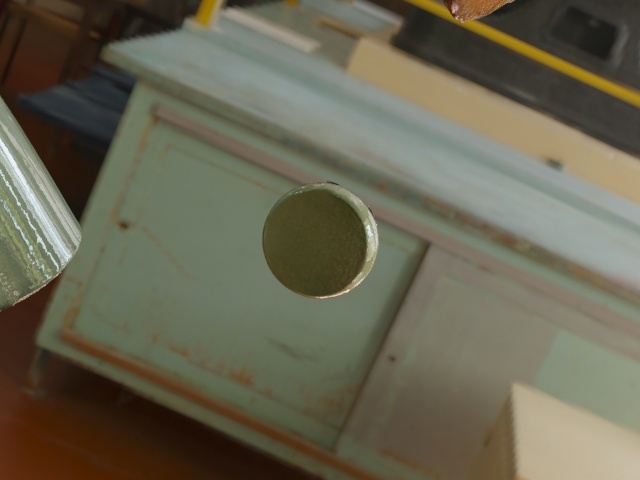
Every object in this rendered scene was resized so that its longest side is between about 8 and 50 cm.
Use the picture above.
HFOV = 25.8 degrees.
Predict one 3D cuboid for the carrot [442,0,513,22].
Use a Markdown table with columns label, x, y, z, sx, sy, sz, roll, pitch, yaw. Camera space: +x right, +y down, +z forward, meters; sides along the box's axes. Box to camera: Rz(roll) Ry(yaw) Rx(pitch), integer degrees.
| label | x | y | z | sx | sy | sz | roll | pitch | yaw |
| --- | --- | --- | --- | --- | --- | --- | --- | --- | --- |
| carrot | 0.092 | -0.278 | 0.958 | 0.225 | 0.159 | 0.159 | 54 | 24 | 19 |

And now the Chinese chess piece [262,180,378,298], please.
| label | x | y | z | sx | sy | sz | roll | pitch | yaw |
| --- | --- | --- | --- | --- | --- | --- | --- | --- | --- |
| Chinese chess piece | 0.000 | 0.000 | 0.998 | 0.084 | 0.084 | 0.034 | 26 | 12 | 9 |

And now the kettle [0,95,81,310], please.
| label | x | y | z | sx | sy | sz | roll | pitch | yaw |
| --- | --- | --- | --- | --- | --- | --- | --- | --- | --- |
| kettle | -0.371 | -0.054 | 1.290 | 0.165 | 0.240 | 0.255 | 29 | -30 | 52 |
